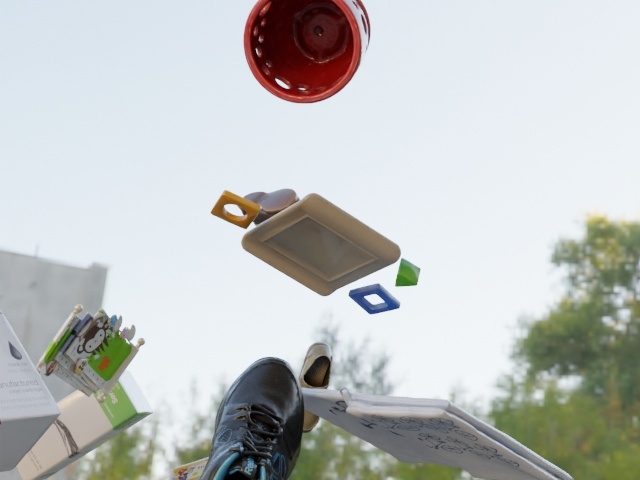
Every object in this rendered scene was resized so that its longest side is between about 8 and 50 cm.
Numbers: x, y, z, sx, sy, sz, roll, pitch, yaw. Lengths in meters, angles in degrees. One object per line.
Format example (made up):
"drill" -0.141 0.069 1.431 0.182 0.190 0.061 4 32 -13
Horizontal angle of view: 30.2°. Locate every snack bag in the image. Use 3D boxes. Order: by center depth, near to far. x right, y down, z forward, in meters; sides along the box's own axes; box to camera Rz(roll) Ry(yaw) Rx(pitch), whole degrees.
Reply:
"snack bag" 0.143 0.286 1.722 0.342 0.037 0.323 -1 -26 45

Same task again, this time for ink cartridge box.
"ink cartridge box" -0.464 0.132 1.365 0.117 0.283 0.207 -47 -25 23
"ink cartridge box" -0.507 0.388 2.496 0.273 0.115 0.198 -32 -7 -3

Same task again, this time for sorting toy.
"sorting toy" 0.000 0.000 1.804 0.347 0.047 0.196 32 -36 -22

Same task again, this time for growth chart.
"growth chart" -0.425 0.207 2.215 0.021 0.172 0.237 23 -12 32

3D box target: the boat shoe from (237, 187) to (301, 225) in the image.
"boat shoe" -0.097 -0.065 2.536 0.073 0.073 0.207 54 -24 -23

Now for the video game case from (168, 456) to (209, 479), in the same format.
"video game case" -0.161 0.433 2.016 0.227 0.206 0.026 -20 -61 12

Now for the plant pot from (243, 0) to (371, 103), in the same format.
"plant pot" -0.012 -0.325 1.903 0.191 0.191 0.174 1 15 13

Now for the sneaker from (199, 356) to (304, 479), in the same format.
"sneaker" -0.086 0.287 1.531 0.125 0.341 0.140 23 -37 -6

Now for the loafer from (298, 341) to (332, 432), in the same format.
"loafer" -0.016 0.235 1.883 0.056 0.148 0.050 10 3 -5
